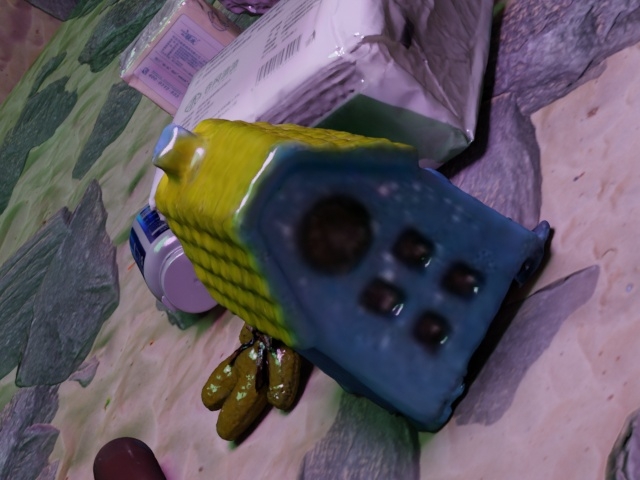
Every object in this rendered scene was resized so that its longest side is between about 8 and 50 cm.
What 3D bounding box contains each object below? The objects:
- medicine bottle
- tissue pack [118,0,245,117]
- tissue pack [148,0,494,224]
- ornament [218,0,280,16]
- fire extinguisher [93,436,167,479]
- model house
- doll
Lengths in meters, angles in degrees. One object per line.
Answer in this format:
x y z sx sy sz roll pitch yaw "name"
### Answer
-0.168 0.020 1.912 0.107 0.107 0.191 -52 23 4 "medicine bottle"
-0.155 -0.230 2.135 0.148 0.196 0.092 -48 24 12 "tissue pack"
0.006 -0.150 1.703 0.356 0.194 0.266 -34 27 37 "tissue pack"
-0.086 -0.436 2.222 0.225 0.259 0.259 -23 29 8 "ornament"
-0.195 0.272 1.656 0.267 0.072 0.089 -140 51 -68 "fire extinguisher"
0.000 0.000 1.380 0.215 0.303 0.237 -62 23 -3 "model house"
-0.059 0.104 1.598 0.209 0.097 0.137 -54 27 13 "doll"
